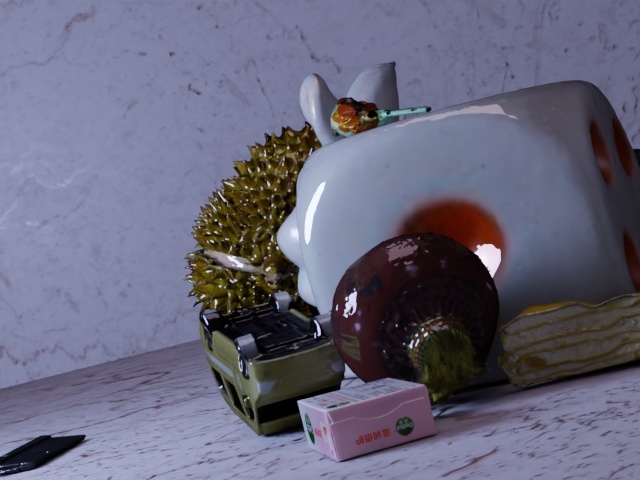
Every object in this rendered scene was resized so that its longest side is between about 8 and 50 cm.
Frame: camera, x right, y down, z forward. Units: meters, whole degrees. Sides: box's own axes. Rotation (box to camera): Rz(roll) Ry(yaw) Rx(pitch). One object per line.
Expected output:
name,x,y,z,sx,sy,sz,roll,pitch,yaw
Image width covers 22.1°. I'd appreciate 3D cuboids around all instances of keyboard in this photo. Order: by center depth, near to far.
keyboard,-0.329,0.248,1.908,0.060,0.018,0.195,-6,2,9

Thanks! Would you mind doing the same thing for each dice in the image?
dice,0.170,-0.003,1.679,0.304,0.277,0.304,-17,-2,21

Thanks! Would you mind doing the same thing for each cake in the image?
cake,0.256,0.077,1.479,0.184,0.080,0.116,-18,2,21

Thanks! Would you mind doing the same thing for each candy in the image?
candy,0.067,-0.130,1.699,0.055,0.049,0.184,-22,11,-25

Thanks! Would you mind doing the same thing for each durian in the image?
durian,-0.004,0.004,2.248,0.347,0.348,0.384,-14,6,19

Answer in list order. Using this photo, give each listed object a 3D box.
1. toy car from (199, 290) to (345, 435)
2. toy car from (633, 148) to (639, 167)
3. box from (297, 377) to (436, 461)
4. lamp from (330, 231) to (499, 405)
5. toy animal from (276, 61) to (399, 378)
toy car,-0.044,0.128,1.618,0.101,0.124,0.256,-16,11,-14
toy car,0.337,0.004,2.144,0.212,0.181,0.270,-26,-6,38
box,0.037,0.148,1.372,0.089,0.043,0.125,-14,1,-10
lamp,0.090,0.073,1.467,0.157,0.156,0.135,19,19,-17
toy animal,0.077,-0.026,1.959,0.241,0.368,0.196,-26,-6,31
